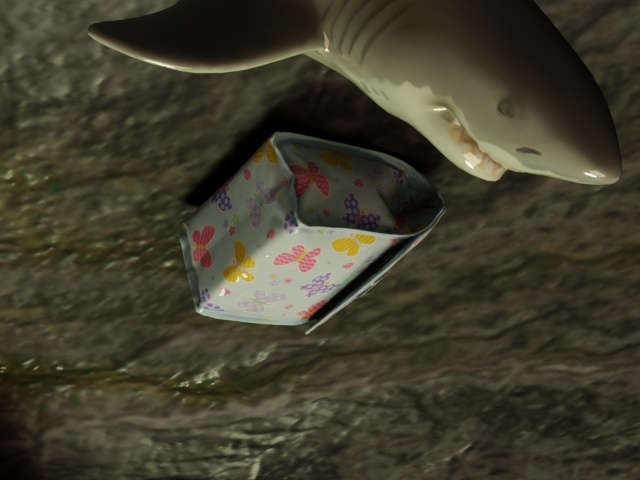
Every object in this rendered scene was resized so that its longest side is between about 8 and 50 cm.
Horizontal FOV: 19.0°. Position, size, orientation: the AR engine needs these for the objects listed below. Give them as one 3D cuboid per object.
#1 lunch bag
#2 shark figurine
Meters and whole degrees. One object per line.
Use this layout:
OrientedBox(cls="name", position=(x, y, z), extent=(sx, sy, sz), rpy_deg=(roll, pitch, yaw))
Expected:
OrientedBox(cls="lunch bag", position=(0.000, 0.000, 0.731), extent=(0.083, 0.053, 0.071), rpy_deg=(8, 144, -41))
OrientedBox(cls="shark figurine", position=(-0.042, -0.118, 0.536), extent=(0.278, 0.166, 0.116), rpy_deg=(20, 112, -13))
